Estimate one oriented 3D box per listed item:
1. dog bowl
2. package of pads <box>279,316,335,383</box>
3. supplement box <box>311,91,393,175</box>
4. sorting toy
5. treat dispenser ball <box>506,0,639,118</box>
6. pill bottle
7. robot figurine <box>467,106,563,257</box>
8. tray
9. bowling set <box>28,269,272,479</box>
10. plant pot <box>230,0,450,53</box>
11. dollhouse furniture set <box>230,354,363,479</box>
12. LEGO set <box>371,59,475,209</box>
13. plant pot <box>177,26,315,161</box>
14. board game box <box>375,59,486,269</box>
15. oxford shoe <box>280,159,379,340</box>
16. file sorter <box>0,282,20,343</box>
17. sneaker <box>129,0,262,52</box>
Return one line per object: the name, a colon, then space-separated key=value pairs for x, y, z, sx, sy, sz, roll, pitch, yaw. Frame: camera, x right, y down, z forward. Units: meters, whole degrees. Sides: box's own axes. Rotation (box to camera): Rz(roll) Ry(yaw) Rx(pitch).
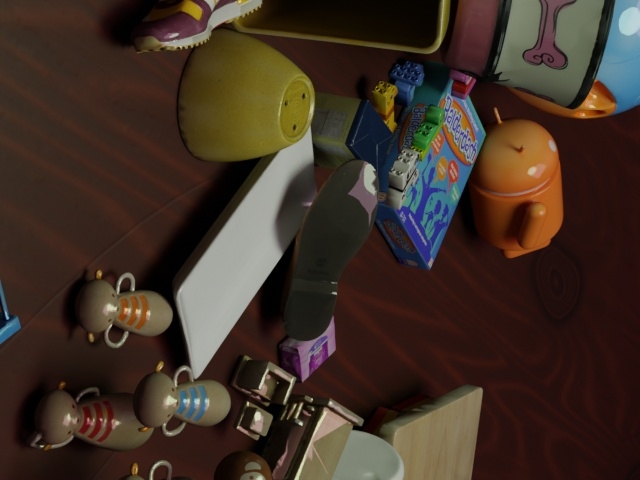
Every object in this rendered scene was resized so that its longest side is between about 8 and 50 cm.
dog bowl: x=0.216 y=-0.347 z=1.672 sx=0.408 sy=0.150 sz=0.408 roll=-176 pitch=-90 yaw=-90
package of pads: x=-0.014 y=0.123 z=1.815 sx=0.083 sy=0.032 sz=0.050 roll=-42 pitch=134 yaw=-47
supplement box: x=0.021 y=-0.116 z=1.724 sx=0.083 sy=0.083 sz=0.056 roll=47 pitch=60 yaw=-57
sorting toy: x=0.103 y=0.327 z=2.053 sx=0.255 sy=0.089 sz=0.257 roll=-14 pitch=114 yaw=-59
treat dispenser ball: x=0.336 y=-0.298 z=2.007 sx=0.288 sy=0.288 sz=0.288 roll=-33 pitch=129 yaw=-53
pill bottle: x=0.026 y=0.338 z=1.872 sx=0.117 sy=0.117 sz=0.208 roll=-35 pitch=142 yaw=-51
robot figurine: x=0.263 y=-0.073 z=2.128 sx=0.219 sy=0.128 sz=0.158 roll=76 pitch=33 yaw=-46
tray: x=-0.081 y=0.001 z=1.629 sx=0.270 sy=0.030 sz=0.145 roll=-56 pitch=154 yaw=-34
bowling set: x=-0.152 y=0.177 z=1.424 sx=0.154 sy=0.199 sz=0.287 roll=15 pitch=84 yaw=-61
plant pot: x=0.046 y=-0.311 z=1.581 sx=0.187 sy=0.212 sz=0.212 roll=-36 pitch=132 yaw=-69
dollhouse furniture set: x=-0.070 y=0.242 z=1.738 sx=0.161 sy=0.101 sz=0.182 roll=36 pitch=68 yaw=-34
LEGO set: x=0.104 y=-0.159 z=1.851 sx=0.227 sy=0.087 sz=0.093 roll=-59 pitch=161 yaw=-29
plant pot: x=-0.063 y=-0.136 z=1.551 sx=0.134 sy=0.095 sz=0.134 roll=-31 pitch=127 yaw=-53
board game box: x=0.133 y=-0.093 z=1.977 sx=0.210 sy=0.047 sz=0.160 roll=-67 pitch=150 yaw=-21
oxford shoe: x=0.000 y=0.000 z=1.728 sx=0.076 sy=0.076 sz=0.212 roll=16 pitch=110 yaw=-20
file sorter: x=-0.323 y=0.052 z=1.135 sx=0.170 sy=0.118 sz=0.104 roll=-42 pitch=133 yaw=-47
sneaker: x=-0.121 y=-0.230 z=1.449 sx=0.185 sy=0.069 sz=0.084 roll=-44 pitch=128 yaw=-54
